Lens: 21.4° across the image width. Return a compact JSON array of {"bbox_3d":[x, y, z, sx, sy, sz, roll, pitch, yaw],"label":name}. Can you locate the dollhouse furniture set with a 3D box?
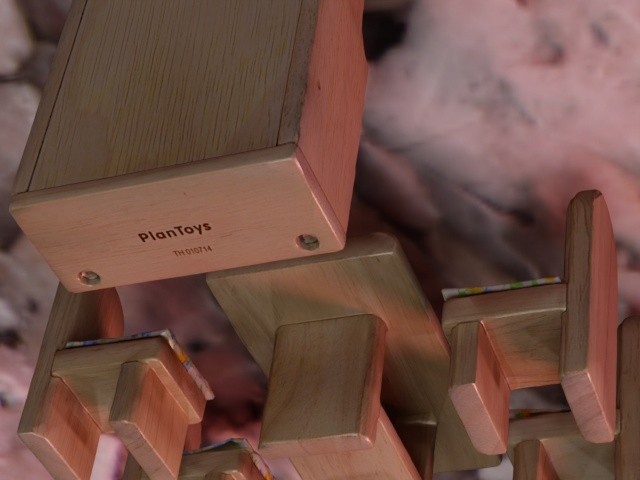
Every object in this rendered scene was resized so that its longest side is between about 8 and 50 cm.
[{"bbox_3d":[0.000,0.000,0.636,0.212,0.161,0.242,-9,137,20],"label":"dollhouse furniture set"}]
